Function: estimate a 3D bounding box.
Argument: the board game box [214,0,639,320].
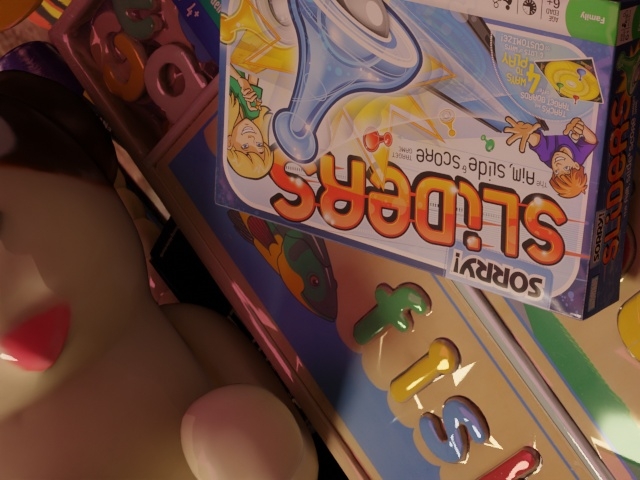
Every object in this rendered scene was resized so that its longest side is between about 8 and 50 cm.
[{"bbox_3d":[0.042,-0.058,0.735,0.201,0.035,0.136,17,115,34],"label":"board game box"}]

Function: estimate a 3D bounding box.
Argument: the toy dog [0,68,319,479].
[{"bbox_3d":[-0.148,0.110,0.910,0.395,0.285,0.407,37,150,61],"label":"toy dog"}]

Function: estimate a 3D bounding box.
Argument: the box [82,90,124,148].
[{"bbox_3d":[-0.063,-0.156,0.944,0.058,0.087,0.232,38,130,16],"label":"box"}]

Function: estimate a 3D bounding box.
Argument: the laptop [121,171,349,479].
[{"bbox_3d":[-0.171,0.170,1.243,0.382,0.236,0.408,50,163,21],"label":"laptop"}]

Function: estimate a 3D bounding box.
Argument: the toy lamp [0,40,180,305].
[{"bbox_3d":[-0.124,-0.010,1.070,0.274,0.080,0.080,56,137,19],"label":"toy lamp"}]

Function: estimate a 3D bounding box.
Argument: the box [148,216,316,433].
[{"bbox_3d":[0.000,0.000,0.949,0.147,0.077,0.180,51,135,18],"label":"box"}]

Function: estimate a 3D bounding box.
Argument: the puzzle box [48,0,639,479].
[{"bbox_3d":[0.056,-0.025,0.794,0.409,0.052,0.272,55,130,11],"label":"puzzle box"}]

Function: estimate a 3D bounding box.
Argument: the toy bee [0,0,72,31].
[{"bbox_3d":[-0.147,-0.205,0.923,0.162,0.298,0.195,11,85,24],"label":"toy bee"}]
